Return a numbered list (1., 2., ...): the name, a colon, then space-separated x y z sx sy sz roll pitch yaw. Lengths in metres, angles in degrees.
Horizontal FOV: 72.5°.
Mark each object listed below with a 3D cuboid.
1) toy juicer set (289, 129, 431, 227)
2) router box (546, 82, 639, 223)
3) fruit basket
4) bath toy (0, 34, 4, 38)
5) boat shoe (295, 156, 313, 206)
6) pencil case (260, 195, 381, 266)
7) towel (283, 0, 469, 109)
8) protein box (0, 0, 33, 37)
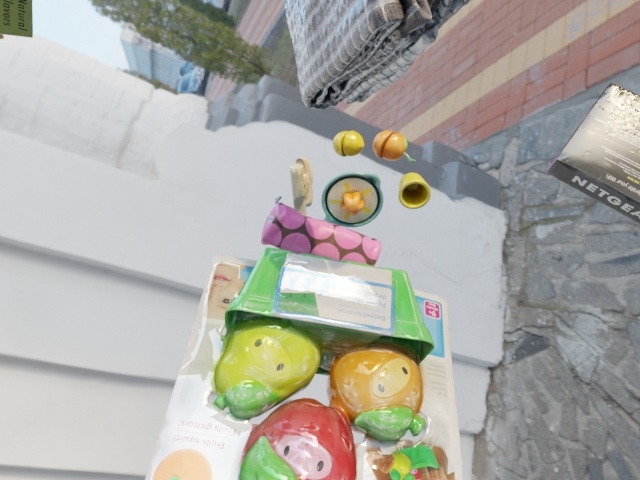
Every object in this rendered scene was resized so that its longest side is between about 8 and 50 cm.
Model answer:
1. toy juicer set: 0.053 -0.119 0.934 0.329 0.209 0.089 -19 31 15
2. router box: 0.405 -0.099 0.546 0.133 0.179 0.046 -51 -18 -7
3. fruit basket: 0.000 0.178 0.475 0.165 0.327 0.353 103 176 -47
4. bath toy: -0.672 -0.539 0.763 0.129 0.151 0.348 -79 -5 -56
5. boat shoe: -0.063 -0.195 1.461 0.063 0.059 0.170 -4 95 35
6. pencil case: 0.000 0.000 0.792 0.098 0.209 0.095 145 146 -75
7. towel: 0.028 -0.283 0.448 0.283 0.121 0.235 -175 74 -76
8. protein box: -0.412 -0.322 0.409 0.201 0.136 0.200 -38 -31 -61
